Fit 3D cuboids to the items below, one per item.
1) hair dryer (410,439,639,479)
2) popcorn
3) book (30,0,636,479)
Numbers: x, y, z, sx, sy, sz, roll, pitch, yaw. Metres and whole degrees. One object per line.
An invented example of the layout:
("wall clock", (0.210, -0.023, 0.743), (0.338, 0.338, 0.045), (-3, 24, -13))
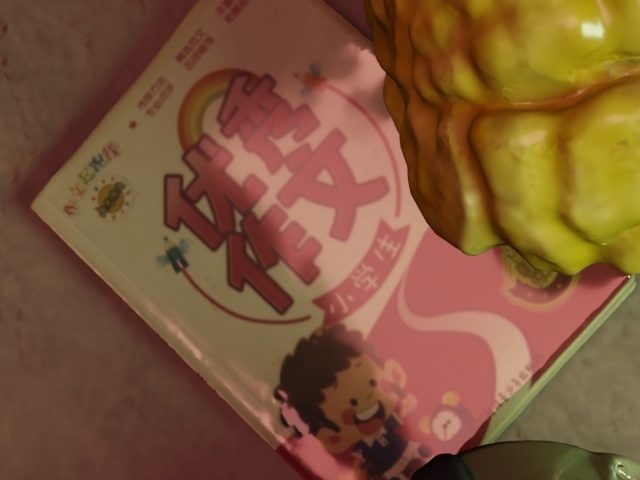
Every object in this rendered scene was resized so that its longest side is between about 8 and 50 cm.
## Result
("hair dryer", (0.030, 0.162, 0.546), (0.298, 0.296, 0.119), (-37, 90, -26))
("popcorn", (0.117, -0.087, 0.647), (0.203, 0.226, 0.200), (-7, 99, -17))
("book", (0.000, 0.000, 0.754), (0.232, 0.022, 0.162), (43, 97, 15))
